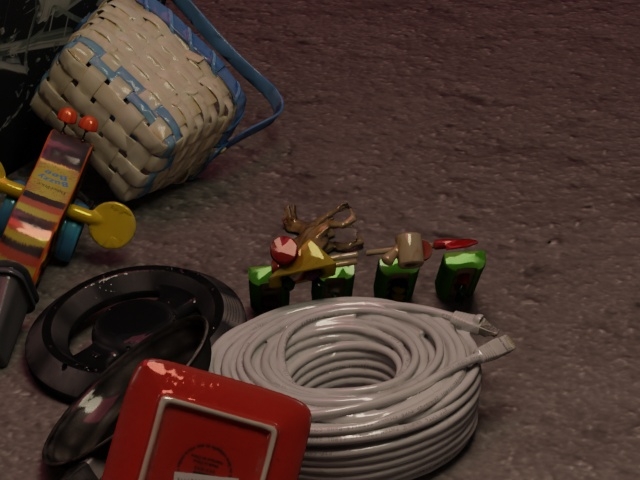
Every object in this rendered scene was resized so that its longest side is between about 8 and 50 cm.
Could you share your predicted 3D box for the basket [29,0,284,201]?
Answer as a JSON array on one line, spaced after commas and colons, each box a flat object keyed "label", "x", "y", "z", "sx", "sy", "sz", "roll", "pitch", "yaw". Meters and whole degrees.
[{"label": "basket", "x": -0.204, "y": -0.200, "z": 2.134, "sx": 0.255, "sy": 0.201, "sz": 0.289, "roll": 46, "pitch": 46, "yaw": 4}]

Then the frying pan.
[{"label": "frying pan", "x": -0.176, "y": 0.169, "z": 1.522, "sx": 0.197, "sy": 0.053, "sz": 0.326, "roll": -35, "pitch": 17, "yaw": 15}]

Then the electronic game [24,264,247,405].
[{"label": "electronic game", "x": -0.189, "y": 0.096, "z": 1.764, "sx": 0.229, "sy": 0.048, "sz": 0.229, "roll": -5, "pitch": 33, "yaw": 3}]

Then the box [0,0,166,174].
[{"label": "box", "x": -0.411, "y": -0.366, "z": 2.178, "sx": 0.297, "sy": 0.480, "sz": 0.472, "roll": 31, "pitch": 36, "yaw": 15}]

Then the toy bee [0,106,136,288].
[{"label": "toy bee", "x": -0.314, "y": -0.066, "z": 1.951, "sx": 0.195, "sy": 0.162, "sz": 0.298, "roll": 10, "pitch": 28, "yaw": -23}]

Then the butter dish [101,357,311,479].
[{"label": "butter dish", "x": -0.107, "y": 0.194, "z": 1.463, "sx": 0.160, "sy": 0.160, "sz": 0.118, "roll": 16, "pitch": -9, "yaw": -11}]

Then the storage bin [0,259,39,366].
[{"label": "storage bin", "x": -0.370, "y": 0.082, "z": 1.779, "sx": 0.135, "sy": 0.098, "sz": 0.091, "roll": 2, "pitch": 54, "yaw": 9}]

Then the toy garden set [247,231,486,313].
[{"label": "toy garden set", "x": 0.049, "y": 0.043, "z": 1.752, "sx": 0.244, "sy": 0.049, "sz": 0.204, "roll": -4, "pitch": -17, "yaw": -3}]

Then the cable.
[{"label": "cable", "x": 0.023, "y": 0.138, "z": 1.616, "sx": 0.257, "sy": 0.089, "sz": 0.257, "roll": 16, "pitch": 32, "yaw": 35}]

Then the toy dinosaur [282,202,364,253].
[{"label": "toy dinosaur", "x": 0.000, "y": 0.000, "z": 1.962, "sx": 0.092, "sy": 0.053, "sz": 0.183, "roll": -20, "pitch": 20, "yaw": -1}]
